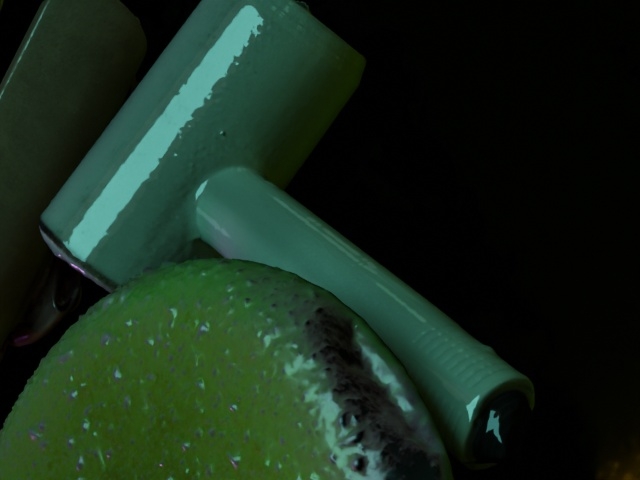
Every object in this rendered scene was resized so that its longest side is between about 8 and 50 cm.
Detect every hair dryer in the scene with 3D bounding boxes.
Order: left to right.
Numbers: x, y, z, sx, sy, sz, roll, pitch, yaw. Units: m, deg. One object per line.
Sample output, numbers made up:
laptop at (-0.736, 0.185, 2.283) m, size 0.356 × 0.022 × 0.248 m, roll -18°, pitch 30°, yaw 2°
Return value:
hair dryer at (0.000, 0.000, 0.606) m, size 0.131 × 0.073 × 0.236 m, roll -53°, pitch 44°, yaw 3°

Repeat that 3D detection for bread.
bread at (-0.046, 0.117, 0.559) m, size 0.228 × 0.033 × 0.229 m, roll -8°, pitch 77°, yaw 39°

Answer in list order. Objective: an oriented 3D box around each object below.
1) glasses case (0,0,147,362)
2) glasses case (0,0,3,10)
glasses case at (-0.129, -0.011, 0.750) m, size 0.193 × 0.070 × 0.102 m, roll -64°, pitch 14°, yaw -4°
glasses case at (-0.212, -0.142, 0.883) m, size 0.122 × 0.082 × 0.321 m, roll -15°, pitch 57°, yaw 45°
